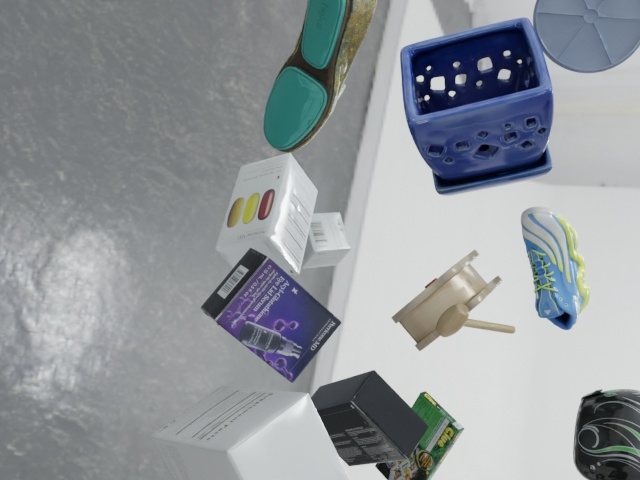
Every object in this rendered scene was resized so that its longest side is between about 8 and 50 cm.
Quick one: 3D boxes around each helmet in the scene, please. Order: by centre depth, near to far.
[{"bbox_3d":[0.506,0.327,1.319,0.169,0.162,0.169,-8,99,-59],"label":"helmet"}]

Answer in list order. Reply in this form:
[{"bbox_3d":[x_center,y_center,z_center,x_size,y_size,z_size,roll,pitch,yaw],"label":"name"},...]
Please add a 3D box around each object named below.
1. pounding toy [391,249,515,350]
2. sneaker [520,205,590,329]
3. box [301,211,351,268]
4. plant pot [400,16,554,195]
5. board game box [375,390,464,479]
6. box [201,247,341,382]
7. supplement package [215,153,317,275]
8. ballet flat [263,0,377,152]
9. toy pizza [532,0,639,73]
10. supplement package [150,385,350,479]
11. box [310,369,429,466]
[{"bbox_3d":[0.235,0.135,1.403,0.155,0.154,0.269,50,28,8],"label":"pounding toy"},{"bbox_3d":[0.408,0.058,1.410,0.240,0.091,0.126,55,40,-27],"label":"sneaker"},{"bbox_3d":[0.000,0.000,1.864,0.102,0.087,0.101,-4,63,-29],"label":"box"},{"bbox_3d":[0.275,-0.217,1.405,0.235,0.236,0.212,-90,164,-45],"label":"plant pot"},{"bbox_3d":[0.240,0.511,1.997,0.030,0.136,0.259,-4,129,-46],"label":"board game box"},{"bbox_3d":[-0.091,0.139,1.517,0.207,0.108,0.153,42,82,-23],"label":"box"},{"bbox_3d":[-0.111,-0.047,1.757,0.134,0.139,0.244,52,36,-39],"label":"supplement package"},{"bbox_3d":[0.005,-0.291,1.344,0.123,0.123,0.348,-58,174,-48],"label":"ballet flat"},{"bbox_3d":[0.487,-0.402,1.465,0.032,0.201,0.201,-20,112,-76],"label":"toy pizza"},{"bbox_3d":[-0.126,0.371,1.385,0.175,0.293,0.177,-32,103,-34],"label":"supplement package"},{"bbox_3d":[0.091,0.408,1.841,0.184,0.261,0.103,44,58,-9],"label":"box"}]
